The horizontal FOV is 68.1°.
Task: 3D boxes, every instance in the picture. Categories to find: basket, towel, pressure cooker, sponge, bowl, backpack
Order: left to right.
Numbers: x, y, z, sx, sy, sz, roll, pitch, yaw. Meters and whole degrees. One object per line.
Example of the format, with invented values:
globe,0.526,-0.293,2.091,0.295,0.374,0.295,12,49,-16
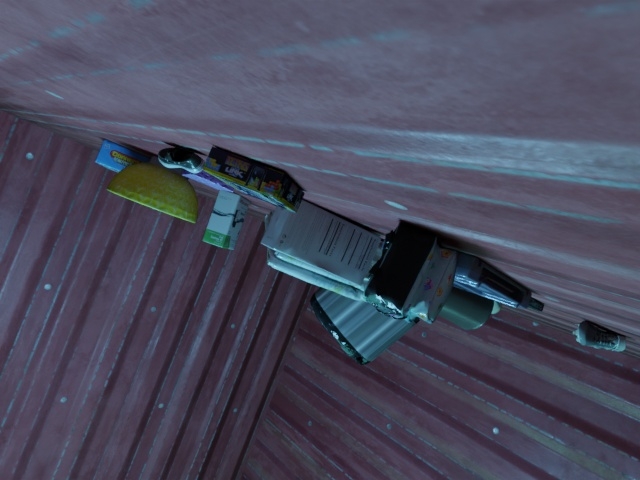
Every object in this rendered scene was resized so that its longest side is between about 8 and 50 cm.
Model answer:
bowl,-0.515,-0.179,1.530,0.289,0.156,0.289,22,177,1
sponge,-0.322,-0.177,1.355,0.117,0.031,0.210,22,177,-25
towel,-0.002,0.047,1.530,0.374,0.090,0.320,22,-157,-18
pressure cooker,0.216,0.244,1.923,0.375,0.420,0.370,48,-177,-37
backpack,0.171,0.072,0.882,0.144,0.166,0.188,22,171,14
basket,0.388,0.165,1.482,0.227,0.154,0.204,26,176,-14

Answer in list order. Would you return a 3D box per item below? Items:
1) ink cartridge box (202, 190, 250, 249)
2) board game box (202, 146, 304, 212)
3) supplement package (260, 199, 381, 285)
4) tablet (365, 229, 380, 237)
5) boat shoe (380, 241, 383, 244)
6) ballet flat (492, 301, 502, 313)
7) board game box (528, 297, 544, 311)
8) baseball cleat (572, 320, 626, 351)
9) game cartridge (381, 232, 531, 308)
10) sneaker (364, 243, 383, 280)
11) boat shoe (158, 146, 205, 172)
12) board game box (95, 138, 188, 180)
ink cartridge box,-0.356,-0.079,1.809,0.087,0.208,0.153,18,178,8
board game box,-0.116,-0.108,0.876,0.141,0.048,0.170,23,179,11
supplement package,0.000,0.000,1.172,0.244,0.134,0.139,24,177,-21
tablet,0.127,-0.019,1.265,0.054,0.006,0.083,21,179,-7
boat shoe,0.131,0.039,1.440,0.302,0.114,0.091,34,174,-15
ballet flat,0.526,0.184,1.680,0.086,0.086,0.248,23,176,-40
board game box,0.533,0.154,1.342,0.186,0.026,0.126,23,178,-38
baseball cleat,0.814,0.277,1.369,0.109,0.072,0.206,0,168,44
game cartridge,0.323,0.077,1.110,0.230,0.068,0.355,13,173,44
sneaker,0.140,0.061,1.342,0.350,0.131,0.148,18,175,8
boat shoe,-0.301,-0.179,1.006,0.142,0.049,0.040,18,157,34
board game box,-0.653,-0.260,1.774,0.302,0.086,0.308,22,178,-18
